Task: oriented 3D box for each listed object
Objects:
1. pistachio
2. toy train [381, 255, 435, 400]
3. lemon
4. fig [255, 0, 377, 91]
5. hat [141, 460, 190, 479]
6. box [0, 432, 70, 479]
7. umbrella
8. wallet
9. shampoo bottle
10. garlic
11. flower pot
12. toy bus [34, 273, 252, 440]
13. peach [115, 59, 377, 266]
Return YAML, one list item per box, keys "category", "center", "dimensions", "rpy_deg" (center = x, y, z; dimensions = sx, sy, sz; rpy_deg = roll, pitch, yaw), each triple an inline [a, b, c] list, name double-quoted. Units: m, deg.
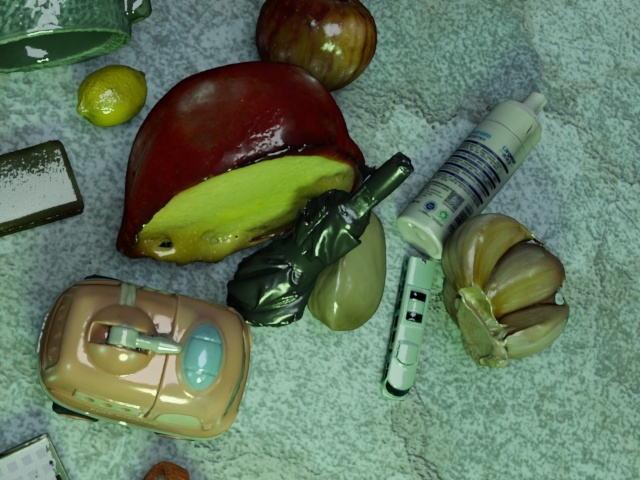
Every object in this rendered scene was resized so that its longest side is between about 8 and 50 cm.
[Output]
- category: "pistachio"
  center: [0.039, 0.040, 1.771]
  dimensions: [0.108, 0.126, 0.186]
  rpy_deg: [9, 70, 17]
- category: "toy train"
  center: [0.126, 0.128, 1.819]
  dimensions: [0.043, 0.047, 0.208]
  rpy_deg: [15, 76, -13]
- category: "lemon"
  center: [-0.289, -0.198, 1.730]
  dimensions: [0.110, 0.082, 0.082]
  rpy_deg: [-31, 91, -25]
- category: "fig"
  center: [-0.019, -0.267, 1.801]
  dimensions: [0.175, 0.207, 0.175]
  rpy_deg: [15, 38, -12]
- category: "hat"
  center: [-0.173, 0.377, 1.680]
  dimensions: [0.162, 0.093, 0.112]
  rpy_deg: [37, 82, -27]
- category: "box"
  center: [-0.462, 0.395, 1.600]
  dimensions: [0.324, 0.047, 0.180]
  rpy_deg: [-24, 89, -18]
- category: "umbrella"
  center: [0.000, 0.000, 1.675]
  dimensions: [0.118, 0.340, 0.118]
  rpy_deg: [34, 32, -25]
- category: "wallet"
  center: [-0.428, -0.060, 1.692]
  dimensions: [0.198, 0.031, 0.110]
  rpy_deg: [-19, 86, -18]
- category: "shampoo bottle"
  center: [0.237, -0.110, 1.869]
  dimensions: [0.092, 0.092, 0.303]
  rpy_deg: [43, 71, -6]
- category: "garlic"
  center: [0.249, 0.072, 1.807]
  dimensions: [0.191, 0.160, 0.214]
  rpy_deg: [-28, 87, -34]
- category: "flower pot"
  center: [-0.376, -0.381, 1.621]
  dimensions: [0.299, 0.299, 0.283]
  rpy_deg: [-10, 88, -18]
- category: "toy bus"
  center: [-0.219, 0.144, 1.621]
  dimensions: [0.287, 0.232, 0.194]
  rpy_deg: [15, 74, -11]
- category: "peach"
  center: [-0.129, -0.114, 1.699]
  dimensions: [0.361, 0.258, 0.201]
  rpy_deg: [-25, 64, 0]
